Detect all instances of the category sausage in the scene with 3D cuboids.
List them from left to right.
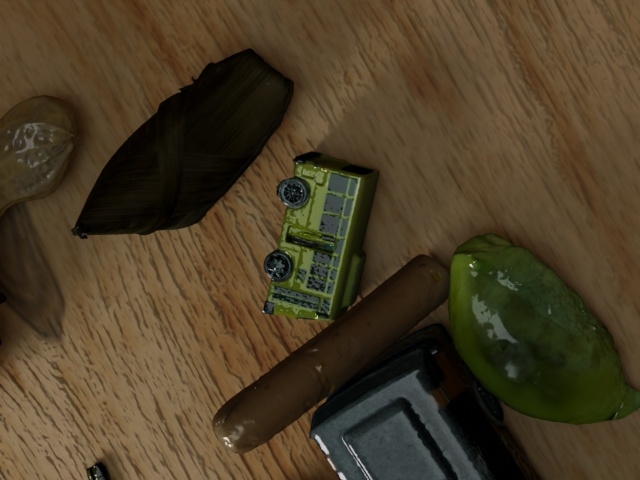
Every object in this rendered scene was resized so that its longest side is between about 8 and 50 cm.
[{"bbox_3d":[0.013,0.118,1.748,0.301,0.066,0.066,-39,88,-17],"label":"sausage"}]

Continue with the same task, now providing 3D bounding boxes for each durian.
[{"bbox_3d":[0.220,0.106,1.753,0.139,0.101,0.250,-35,94,15],"label":"durian"}]

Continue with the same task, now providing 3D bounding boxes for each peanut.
[{"bbox_3d":[-0.352,-0.077,1.867,0.214,0.090,0.098,-35,119,17],"label":"peanut"}]

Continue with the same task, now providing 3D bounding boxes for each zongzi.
[{"bbox_3d":[-0.145,-0.099,1.734,0.112,0.242,0.221,43,108,10],"label":"zongzi"}]

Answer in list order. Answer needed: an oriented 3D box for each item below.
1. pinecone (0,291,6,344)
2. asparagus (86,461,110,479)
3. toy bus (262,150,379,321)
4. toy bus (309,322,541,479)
[{"bbox_3d":[-0.505,0.125,1.853,0.298,0.242,0.295,3,97,7],"label":"pinecone"},{"bbox_3d":[-0.216,0.365,1.937,0.023,0.022,0.232,-24,91,-29],"label":"asparagus"},{"bbox_3d":[0.000,0.000,1.796,0.101,0.088,0.175,14,101,11],"label":"toy bus"},{"bbox_3d":[0.139,0.266,1.750,0.162,0.194,0.323,-33,91,17],"label":"toy bus"}]
